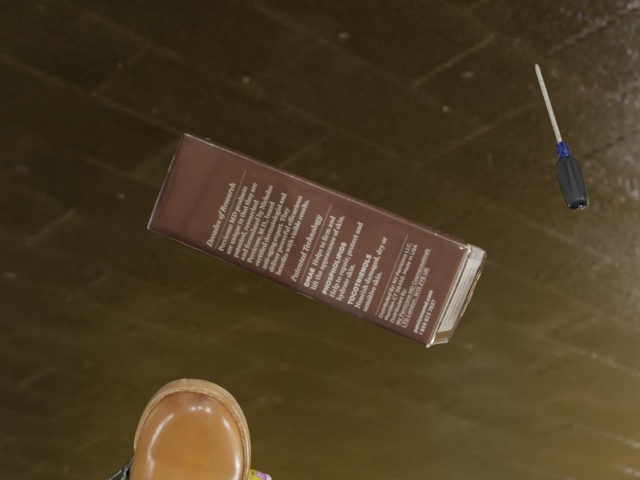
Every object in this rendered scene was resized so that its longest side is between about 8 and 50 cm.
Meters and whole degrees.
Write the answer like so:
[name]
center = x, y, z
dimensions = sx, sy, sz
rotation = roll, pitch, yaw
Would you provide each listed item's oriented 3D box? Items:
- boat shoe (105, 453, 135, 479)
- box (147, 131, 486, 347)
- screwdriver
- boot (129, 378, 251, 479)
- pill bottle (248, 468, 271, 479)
[boat shoe]
center = -0.229, 0.312, 1.697
dimensions = 0.224, 0.080, 0.073
rotation = -28, 150, 18
[box]
center = 0.000, 0.000, 1.578
dimensions = 0.381, 0.143, 0.191
rotation = 24, -177, 14
[screwdriver]
center = 0.214, -0.100, 1.156
dimensions = 0.024, 0.170, 0.025
rotation = -32, 144, 30
[boot]
center = -0.143, 0.276, 1.053
dimensions = 0.109, 0.220, 0.283
rotation = 22, 118, -4
[pill bottle]
center = -0.093, 0.241, 1.249
dimensions = 0.083, 0.043, 0.043
rotation = 20, 148, -15
